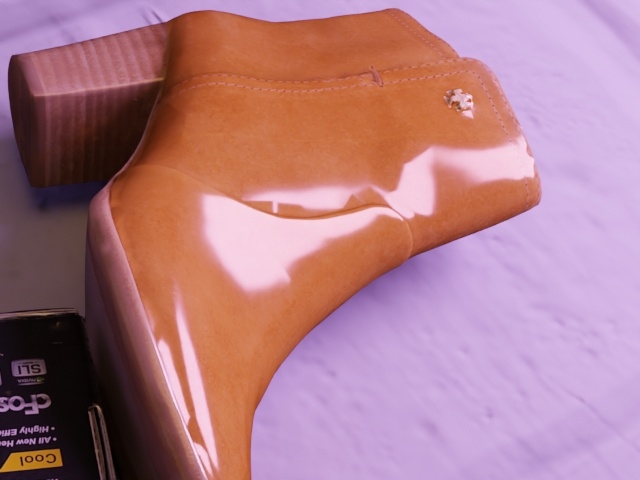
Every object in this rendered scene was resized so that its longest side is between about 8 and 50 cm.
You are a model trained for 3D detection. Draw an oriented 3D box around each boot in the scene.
[{"bbox_3d":[0.000,0.000,0.816,0.211,0.104,0.295,-8,47,-17],"label":"boot"}]

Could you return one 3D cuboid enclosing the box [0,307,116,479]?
[{"bbox_3d":[-0.219,0.155,0.660,0.322,0.079,0.257,-5,52,-15],"label":"box"}]
